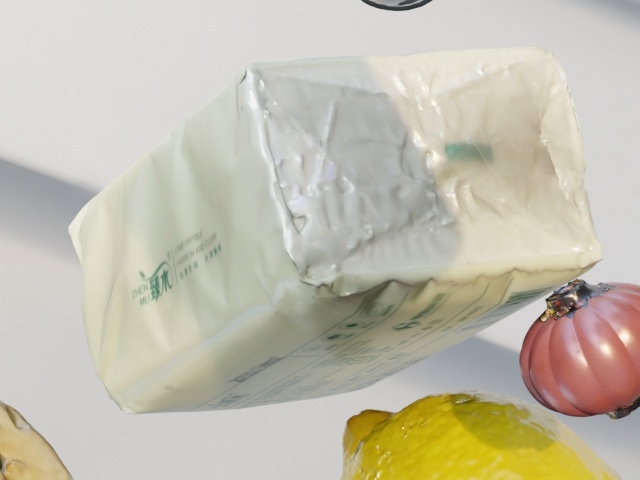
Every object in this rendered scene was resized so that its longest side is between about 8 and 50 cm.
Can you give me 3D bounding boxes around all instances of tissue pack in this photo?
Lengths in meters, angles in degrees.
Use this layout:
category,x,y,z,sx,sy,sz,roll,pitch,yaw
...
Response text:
category,x,y,z,sx,sy,sz,roll,pitch,yaw
tissue pack,0.000,0.000,1.567,0.380,0.297,0.207,-33,66,54

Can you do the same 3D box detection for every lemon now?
category,x,y,z,sx,sy,sz,roll,pitch,yaw
lemon,0.135,0.253,1.588,0.320,0.245,0.245,47,127,25

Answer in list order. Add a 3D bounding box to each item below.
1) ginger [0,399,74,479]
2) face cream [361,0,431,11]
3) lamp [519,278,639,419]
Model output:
category,x,y,z,sx,sy,sz,roll,pitch,yaw
ginger,-0.236,0.168,1.200,0.267,0.138,0.152,-40,-2,43
face cream,0.060,-0.192,0.583,0.201,0.187,0.201,-27,7,3
lamp,0.183,0.072,1.277,0.107,0.092,0.107,-29,10,5
